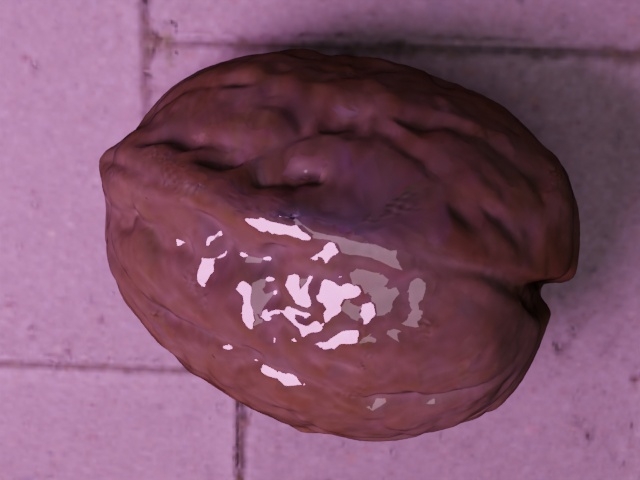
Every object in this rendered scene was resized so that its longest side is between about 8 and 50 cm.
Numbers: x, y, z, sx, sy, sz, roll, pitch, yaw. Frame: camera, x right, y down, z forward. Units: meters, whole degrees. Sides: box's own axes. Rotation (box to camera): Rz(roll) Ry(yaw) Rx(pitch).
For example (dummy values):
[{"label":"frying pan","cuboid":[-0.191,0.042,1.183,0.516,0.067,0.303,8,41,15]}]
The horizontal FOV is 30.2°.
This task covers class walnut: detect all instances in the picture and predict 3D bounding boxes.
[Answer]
[{"label":"walnut","cuboid":[0.001,0.000,0.557,0.230,0.178,0.178,19,108,9]}]
